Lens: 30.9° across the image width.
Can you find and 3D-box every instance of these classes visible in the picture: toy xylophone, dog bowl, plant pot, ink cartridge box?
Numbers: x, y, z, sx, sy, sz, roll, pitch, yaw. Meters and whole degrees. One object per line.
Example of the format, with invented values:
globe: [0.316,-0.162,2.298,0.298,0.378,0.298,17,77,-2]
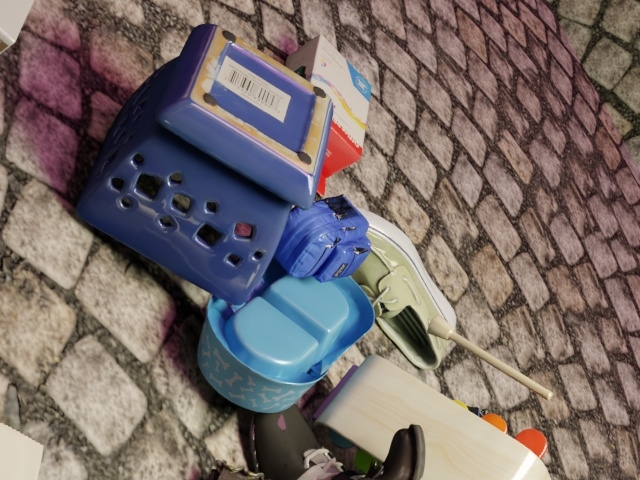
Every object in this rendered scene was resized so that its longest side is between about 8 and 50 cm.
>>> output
toy xylophone: [0.154,0.239,1.448,0.323,0.236,0.081,39,-19,29]
dog bowl: [-0.047,0.114,1.453,0.166,0.074,0.297,37,29,9]
plant pot: [-0.121,-0.105,1.378,0.236,0.212,0.236,31,39,-15]
ink cartridge box: [0.002,-0.196,1.808,0.134,0.078,0.231,42,37,-29]

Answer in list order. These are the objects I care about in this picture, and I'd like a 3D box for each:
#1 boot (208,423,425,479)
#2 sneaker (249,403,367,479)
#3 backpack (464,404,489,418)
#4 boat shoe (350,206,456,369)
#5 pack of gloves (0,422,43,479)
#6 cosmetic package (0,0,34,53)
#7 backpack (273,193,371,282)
boot: [-0.013,0.287,1.283,0.229,0.091,0.263,16,50,9]
sneaker: [0.033,0.323,1.388,0.122,0.146,0.330,-15,77,-57]
backpack: [0.146,0.312,1.540,0.117,0.158,0.173,17,44,-3]
boat shoe: [0.110,0.073,1.730,0.302,0.109,0.094,47,36,-28]
pack of gloves: [-0.339,0.257,1.015,0.195,0.046,0.232,44,37,-46]
cosmetic package: [-0.387,-0.313,1.335,0.117,0.085,0.231,42,38,-29]
backpack: [0.000,0.000,1.493,0.120,0.098,0.101,-8,47,-51]
